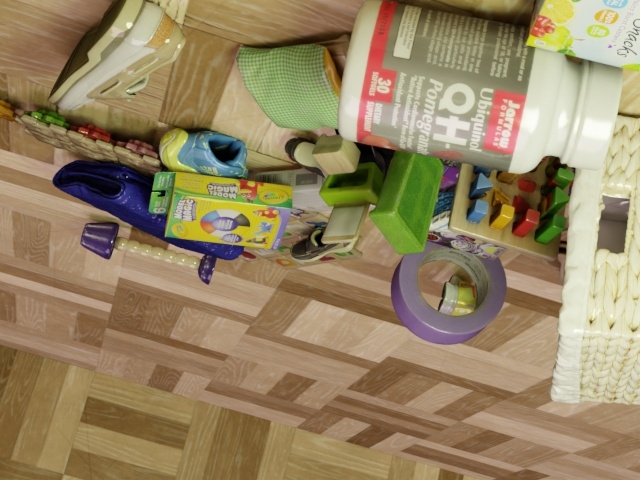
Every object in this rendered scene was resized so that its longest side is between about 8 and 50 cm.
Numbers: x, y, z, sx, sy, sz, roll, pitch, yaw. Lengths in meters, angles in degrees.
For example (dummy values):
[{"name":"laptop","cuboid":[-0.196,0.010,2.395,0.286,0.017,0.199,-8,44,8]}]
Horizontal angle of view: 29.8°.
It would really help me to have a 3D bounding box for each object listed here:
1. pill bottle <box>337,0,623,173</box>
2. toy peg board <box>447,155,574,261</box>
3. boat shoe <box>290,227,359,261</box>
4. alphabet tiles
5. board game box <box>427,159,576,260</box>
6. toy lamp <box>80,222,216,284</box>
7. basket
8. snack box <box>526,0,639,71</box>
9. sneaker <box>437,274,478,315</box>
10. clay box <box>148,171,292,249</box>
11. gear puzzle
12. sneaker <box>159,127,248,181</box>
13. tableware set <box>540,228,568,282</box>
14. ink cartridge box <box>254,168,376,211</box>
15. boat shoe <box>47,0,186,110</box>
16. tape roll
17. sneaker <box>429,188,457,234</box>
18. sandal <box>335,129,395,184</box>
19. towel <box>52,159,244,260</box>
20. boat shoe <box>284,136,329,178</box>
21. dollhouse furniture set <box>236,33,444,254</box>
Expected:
[{"name":"pill bottle","cuboid":[0.191,-0.178,1.447,0.319,0.176,0.176,12,159,6]},{"name":"toy peg board","cuboid":[0.278,-0.076,1.676,0.161,0.161,0.079,17,157,-7]},{"name":"boat shoe","cuboid":[0.000,0.000,2.180,0.152,0.056,0.049,-17,140,37]},{"name":"alphabet tiles","cuboid":[-0.096,-0.014,2.288,0.285,0.011,0.343,29,155,-35]},{"name":"board game box","cuboid":[0.240,-0.064,1.896,0.208,0.056,0.347,20,159,-5]},{"name":"toy lamp","cuboid":[-0.351,0.023,2.453,0.275,0.080,0.080,17,159,-7]},{"name":"basket","cuboid":[0.464,0.045,1.639,0.266,0.328,0.331,7,158,11]},{"name":"snack box","cuboid":[0.330,-0.266,1.282,0.175,0.070,0.207,14,160,1]},{"name":"sneaker","cuboid":[0.271,0.117,2.213,0.094,0.081,0.208,14,-173,10]},{"name":"clay box","cuboid":[-0.166,-0.048,1.958,0.222,0.053,0.127,6,146,-11]},{"name":"gear puzzle","cuboid":[-0.416,-0.182,2.016,0.339,0.044,0.175,19,172,0]},{"name":"sneaker","cuboid":[-0.153,-0.104,1.980,0.126,0.091,0.240,-4,152,38]},{"name":"tableware set","cuboid":[0.438,0.025,2.003,0.128,0.039,0.194,23,158,-23]},{"name":"ink cartridge box","cuboid":[0.000,-0.085,2.031,0.145,0.045,0.179,-3,172,36]},{"name":"boat shoe","cuboid":[-0.291,-0.241,1.683,0.103,0.113,0.302,29,154,-22]},{"name":"tape roll","cuboid":[0.221,0.081,2.077,0.189,0.189,0.080,15,160,-4]},{"name":"sneaker","cuboid":[0.228,-0.043,1.816,0.083,0.071,0.191,17,169,-27]},{"name":"sandal","cuboid":[0.062,-0.136,1.808,0.097,0.054,0.254,6,158,20]},{"name":"towel","cuboid":[-0.301,-0.060,2.161,0.228,0.076,0.308,14,169,46]},{"name":"boat shoe","cuboid":[0.000,-0.127,1.893,0.133,0.049,0.042,23,-174,-41]},{"name":"dollhouse furniture set","cuboid":[0.012,-0.123,1.661,0.198,0.151,0.301,-4,142,34]}]
